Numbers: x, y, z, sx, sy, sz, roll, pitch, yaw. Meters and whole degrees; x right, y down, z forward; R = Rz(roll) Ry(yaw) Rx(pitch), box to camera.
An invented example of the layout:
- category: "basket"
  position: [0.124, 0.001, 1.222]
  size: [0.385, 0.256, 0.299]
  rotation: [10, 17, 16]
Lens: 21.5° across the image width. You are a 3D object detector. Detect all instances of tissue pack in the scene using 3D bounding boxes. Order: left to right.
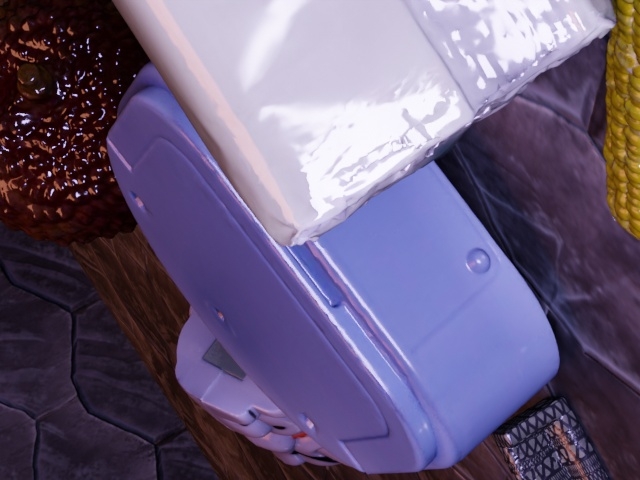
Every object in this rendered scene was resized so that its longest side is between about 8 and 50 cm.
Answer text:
- category: "tissue pack"
  position: [-0.035, -0.203, 0.866]
  size: [0.380, 0.207, 0.297]
  rotation: [57, -177, 1]

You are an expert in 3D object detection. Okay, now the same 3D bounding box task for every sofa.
- category: "sofa"
  position: [0.186, 0.184, 1.300]
  size: [0.118, 0.060, 0.039]
  rotation: [61, 169, -4]

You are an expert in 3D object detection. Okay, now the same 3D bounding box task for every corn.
- category: "corn"
  position: [0.175, -0.076, 0.814]
  size: [0.080, 0.080, 0.238]
  rotation: [49, 163, 37]

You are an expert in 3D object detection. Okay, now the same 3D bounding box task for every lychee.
- category: "lychee"
  position: [-0.249, -0.131, 1.741]
  size: [0.276, 0.275, 0.304]
  rotation: [55, -175, 18]

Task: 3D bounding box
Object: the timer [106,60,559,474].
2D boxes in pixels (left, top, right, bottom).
- category: "timer"
  position: [0.000, 0.000, 1.325]
  size: [0.395, 0.173, 0.395]
  rotation: [45, 162, 19]

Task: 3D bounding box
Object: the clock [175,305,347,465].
- category: "clock"
  position: [-0.022, 0.158, 1.772]
  size: [0.189, 0.189, 0.254]
  rotation: [46, 172, 43]
